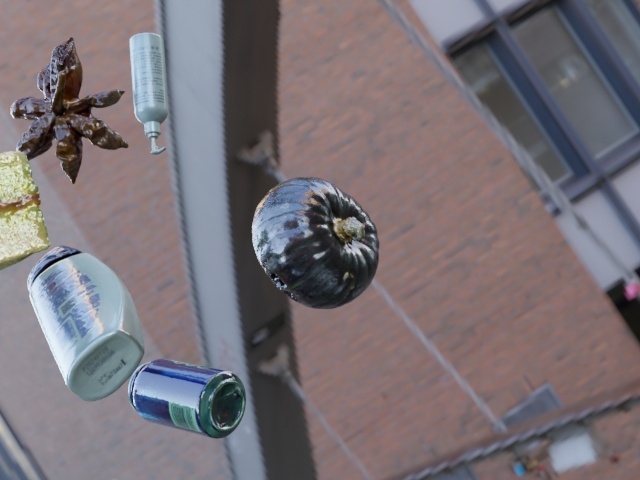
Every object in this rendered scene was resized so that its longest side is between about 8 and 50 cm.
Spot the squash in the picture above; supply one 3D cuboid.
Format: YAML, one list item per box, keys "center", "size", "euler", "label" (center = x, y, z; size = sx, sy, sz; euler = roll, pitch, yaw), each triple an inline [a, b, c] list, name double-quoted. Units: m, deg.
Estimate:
- center: [-0.004, 0.001, 1.703]
  size: [0.193, 0.193, 0.156]
  euler: [-28, -22, -51]
  label: "squash"

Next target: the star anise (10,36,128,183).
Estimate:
- center: [-0.414, -0.198, 1.951]
  size: [0.196, 0.212, 0.111]
  euler: [-21, 10, 22]
  label: "star anise"

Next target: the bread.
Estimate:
- center: [-0.522, -0.008, 1.708]
  size: [0.264, 0.168, 0.163]
  euler: [-13, -9, -17]
  label: "bread"

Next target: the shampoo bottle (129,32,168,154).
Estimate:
- center: [-0.269, -0.228, 1.929]
  size: [0.056, 0.195, 0.056]
  euler: [-4, -13, -1]
  label: "shampoo bottle"

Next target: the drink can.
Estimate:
- center: [-0.231, 0.269, 2.110]
  size: [0.205, 0.118, 0.118]
  euler: [7, 25, 39]
  label: "drink can"

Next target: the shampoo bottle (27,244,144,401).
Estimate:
- center: [-0.338, 0.099, 1.756]
  size: [0.134, 0.078, 0.359]
  euler: [-45, 29, -1]
  label: "shampoo bottle"
